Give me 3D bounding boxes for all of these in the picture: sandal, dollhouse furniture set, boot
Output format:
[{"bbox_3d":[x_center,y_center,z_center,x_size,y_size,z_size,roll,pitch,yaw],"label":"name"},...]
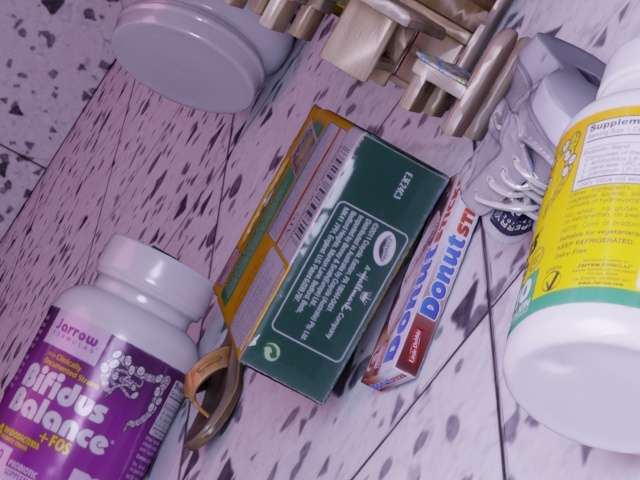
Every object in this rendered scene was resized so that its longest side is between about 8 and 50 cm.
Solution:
[{"bbox_3d":[-0.103,0.125,1.778,0.072,0.049,0.180,-44,23,49],"label":"sandal"},{"bbox_3d":[0.077,-0.201,1.476,0.161,0.212,0.242,-60,-12,9],"label":"dollhouse furniture set"},{"bbox_3d":[0.151,-0.046,1.193,0.258,0.095,0.123,-81,17,-73],"label":"boot"}]

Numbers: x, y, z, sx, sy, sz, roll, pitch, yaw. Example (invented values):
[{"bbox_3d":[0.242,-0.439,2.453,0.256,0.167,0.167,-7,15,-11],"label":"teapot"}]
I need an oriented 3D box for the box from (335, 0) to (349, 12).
[{"bbox_3d":[0.052,-0.391,1.966,0.290,0.177,0.279,-60,14,4],"label":"box"}]

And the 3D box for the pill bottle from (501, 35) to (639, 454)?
[{"bbox_3d":[0.171,-0.004,0.962,0.117,0.117,0.208,-41,25,53],"label":"pill bottle"}]

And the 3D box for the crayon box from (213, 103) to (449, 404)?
[{"bbox_3d":[0.000,0.000,1.564,0.203,0.083,0.323,-61,11,4],"label":"crayon box"}]

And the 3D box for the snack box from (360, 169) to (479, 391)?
[{"bbox_3d":[0.082,0.027,1.391,0.064,0.022,0.178,-32,32,64],"label":"snack box"}]

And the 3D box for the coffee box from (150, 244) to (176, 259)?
[{"bbox_3d":[-0.238,0.105,2.289,0.113,0.040,0.184,-46,21,43],"label":"coffee box"}]

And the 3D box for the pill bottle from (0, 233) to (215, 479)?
[{"bbox_3d":[-0.229,0.152,1.917,0.301,0.169,0.169,-64,15,-8],"label":"pill bottle"}]

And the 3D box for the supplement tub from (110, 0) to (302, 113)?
[{"bbox_3d":[-0.115,-0.342,2.333,0.228,0.228,0.316,-32,33,62],"label":"supplement tub"}]
